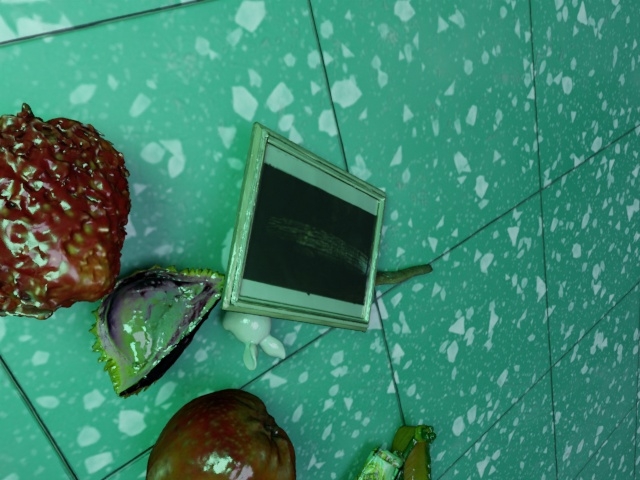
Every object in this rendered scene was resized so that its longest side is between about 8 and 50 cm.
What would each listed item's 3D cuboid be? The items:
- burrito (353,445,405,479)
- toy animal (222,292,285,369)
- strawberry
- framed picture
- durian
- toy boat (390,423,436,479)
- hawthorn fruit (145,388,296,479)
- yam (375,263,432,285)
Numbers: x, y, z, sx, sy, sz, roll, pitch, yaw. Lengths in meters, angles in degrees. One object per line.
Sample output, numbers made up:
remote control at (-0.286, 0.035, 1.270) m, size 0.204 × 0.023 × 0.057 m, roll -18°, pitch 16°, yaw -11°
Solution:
burrito at (0.039, 0.474, 0.860) m, size 0.104 × 0.054 × 0.288 m, roll 40°, pitch 72°, yaw -7°
toy animal at (-0.089, 0.098, 0.666) m, size 0.071 × 0.085 × 0.124 m, roll -11°, pitch 115°, yaw -53°
strawberry at (-0.253, -0.018, 0.439) m, size 0.184 × 0.201 × 0.187 m, roll -53°, pitch 148°, yaw 8°
framed picture at (0.000, 0.000, 0.678) m, size 0.293 × 0.018 × 0.231 m, roll 19°, pitch 76°, yaw -49°
durian at (-0.198, 0.087, 0.583) m, size 0.108 × 0.119 × 0.187 m, roll 39°, pitch 60°, yaw 1°
toy boat at (0.187, 0.444, 0.951) m, size 0.089 × 0.088 × 0.230 m, roll -15°, pitch 110°, yaw -34°
hawthorn fruit at (-0.135, 0.293, 0.622) m, size 0.200 × 0.179 × 0.179 m, roll -41°, pitch 124°, yaw -7°
yam at (0.109, 0.061, 0.831) m, size 0.234 × 0.027 × 0.029 m, roll -6°, pitch 140°, yaw -36°
